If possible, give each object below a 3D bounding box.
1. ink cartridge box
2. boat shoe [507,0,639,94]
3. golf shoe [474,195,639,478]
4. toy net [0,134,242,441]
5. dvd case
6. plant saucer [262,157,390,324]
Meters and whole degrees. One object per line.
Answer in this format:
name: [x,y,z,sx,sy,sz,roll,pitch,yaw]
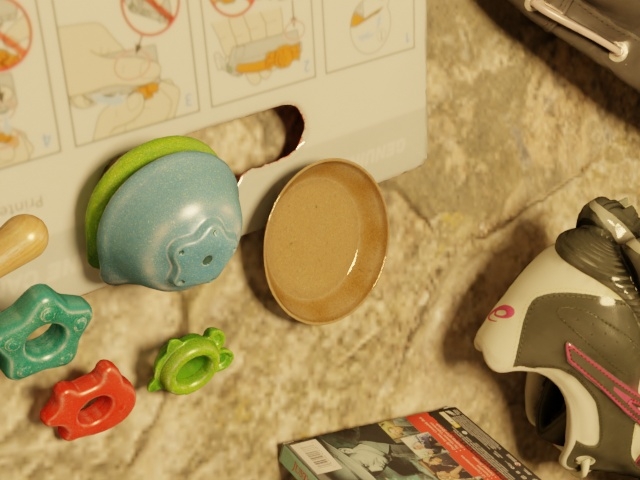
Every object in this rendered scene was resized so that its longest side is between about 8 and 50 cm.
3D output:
ink cartridge box: [-0.088,-0.183,0.486,0.308,0.091,0.384,-22,118,-37]
boat shoe: [0.219,-0.121,0.711,0.335,0.095,0.112,34,32,-36]
golf shoe: [0.185,0.098,0.670,0.120,0.105,0.273,-37,121,-1]
toy net: [-0.129,0.032,0.436,0.232,0.045,0.122,-12,133,-37]
dvd case: [0.051,0.119,0.558,0.119,0.087,0.013,-4,120,-39]
plant saucer: [0.000,0.000,0.558,0.083,0.015,0.083,-10,105,-41]
